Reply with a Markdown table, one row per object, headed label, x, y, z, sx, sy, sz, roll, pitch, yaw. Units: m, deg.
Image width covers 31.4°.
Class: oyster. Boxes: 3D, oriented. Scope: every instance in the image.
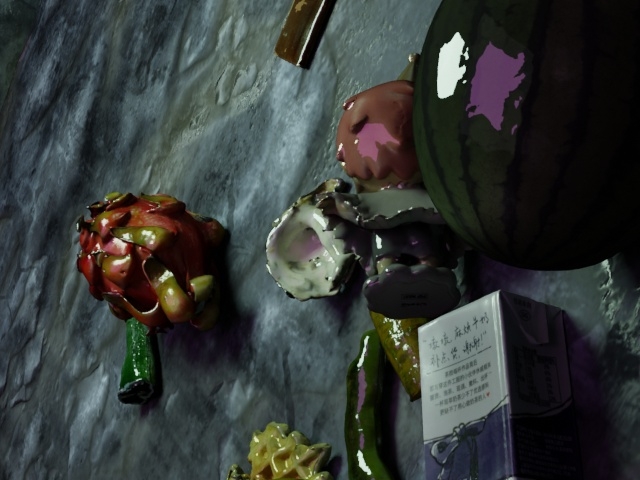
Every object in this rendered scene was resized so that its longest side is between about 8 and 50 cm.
| label | x | y | z | sx | sy | sz | roll | pitch | yaw |
| --- | --- | --- | --- | --- | --- | --- | --- | --- | --- |
| oyster | 0.000 | 0.000 | 1.594 | 0.163 | 0.081 | 0.191 | 21 | 79 | 34 |

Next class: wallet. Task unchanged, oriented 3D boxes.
| label | x | y | z | sx | sy | sz | roll | pitch | yaw |
| --- | --- | --- | --- | --- | --- | --- | --- | --- | --- |
| wallet | -0.016 | -0.365 | 1.807 | 0.095 | 0.026 | 0.176 | 34 | 106 | 50 |

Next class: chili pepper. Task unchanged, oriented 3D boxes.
| label | x | y | z | sx | sy | sz | roll | pitch | yaw |
| --- | --- | --- | --- | --- | --- | --- | --- | --- | --- |
| chili pepper | -0.316 | 0.174 | 2.006 | 0.088 | 0.059 | 0.226 | -36 | 43 | 38 |

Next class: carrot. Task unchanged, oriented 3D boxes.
| label | x | y | z | sx | sy | sz | roll | pitch | yaw |
| --- | --- | --- | --- | --- | --- | --- | --- | --- | --- |
| carrot | 0.111 | 0.115 | 1.353 | 0.082 | 0.082 | 0.173 | -51 | 43 | 31 |

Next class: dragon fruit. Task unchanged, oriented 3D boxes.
| label | x | y | z | sx | sy | sz | roll | pitch | yaw |
| --- | --- | --- | --- | --- | --- | --- | --- | --- | --- |
| dragon fruit | -0.274 | 0.046 | 1.847 | 0.307 | 0.243 | 0.227 | -91 | -9 | -57 |

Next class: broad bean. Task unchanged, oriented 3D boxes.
| label | x | y | z | sx | sy | sz | roll | pitch | yaw |
| --- | --- | --- | --- | --- | --- | --- | --- | --- | --- |
| broad bean | 0.082 | 0.246 | 1.374 | 0.144 | 0.049 | 0.292 | -51 | 41 | 22 |

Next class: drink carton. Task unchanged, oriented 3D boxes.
| label | x | y | z | sx | sy | sz | roll | pitch | yaw |
| --- | --- | --- | --- | --- | --- | --- | --- | --- | --- |
| drink carton | 0.184 | 0.178 | 1.195 | 0.134 | 0.102 | 0.222 | -34 | 50 | 48 |

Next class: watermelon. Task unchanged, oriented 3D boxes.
| label | x | y | z | sx | sy | sz | roll | pitch | yaw |
| --- | --- | --- | --- | --- | --- | --- | --- | --- | --- |
| watermelon | 0.231 | -0.150 | 1.103 | 0.279 | 0.279 | 0.359 | -8 | 71 | 55 |

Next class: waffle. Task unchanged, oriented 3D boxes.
| label | x | y | z | sx | sy | sz | roll | pitch | yaw |
| --- | --- | --- | --- | --- | --- | --- | --- | --- | --- |
| waffle | -0.066 | 0.376 | 1.531 | 0.250 | 0.056 | 0.261 | -8 | 68 | 55 |

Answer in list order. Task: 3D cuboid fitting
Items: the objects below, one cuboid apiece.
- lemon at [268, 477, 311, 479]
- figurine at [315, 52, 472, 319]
| label | x | y | z | sx | sy | sz | roll | pitch | yaw |
| --- | --- | --- | --- | --- | --- | --- | --- | --- | --- |
| lemon | -0.042 | 0.417 | 1.299 | 0.245 | 0.245 | 0.319 | 46 | 117 | 54 |
| figurine | 0.096 | -0.084 | 1.394 | 0.166 | 0.207 | 0.386 | 84 | -178 | -51 |
